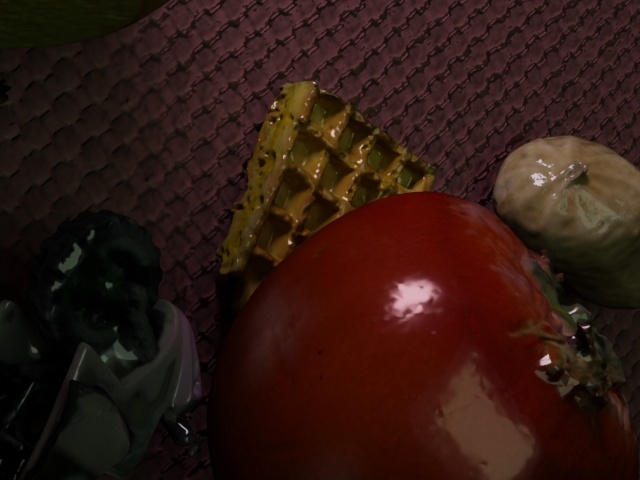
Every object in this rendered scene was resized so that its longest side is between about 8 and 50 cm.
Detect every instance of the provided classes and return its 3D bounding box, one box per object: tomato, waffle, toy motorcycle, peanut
[{"bbox_3d":[0.066,0.136,1.136,0.321,0.321,0.322,1,88,-39],"label":"tomato"},{"bbox_3d":[0.000,0.000,1.275,0.160,0.055,0.211,31,70,-34],"label":"waffle"},{"bbox_3d":[-0.185,0.144,1.071,0.327,0.143,0.188,-62,147,-8],"label":"toy motorcycle"},{"bbox_3d":[0.255,-0.015,1.437,0.224,0.129,0.129,31,70,-36],"label":"peanut"}]

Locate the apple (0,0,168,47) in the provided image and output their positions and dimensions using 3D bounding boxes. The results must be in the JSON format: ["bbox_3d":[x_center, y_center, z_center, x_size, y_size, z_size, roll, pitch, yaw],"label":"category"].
[{"bbox_3d":[-0.192,-0.289,0.948,0.384,0.374,0.374,-32,108,-36],"label":"apple"}]

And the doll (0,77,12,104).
[{"bbox_3d":[-0.306,-0.076,1.009,0.192,0.095,0.149,26,71,-33],"label":"doll"}]
